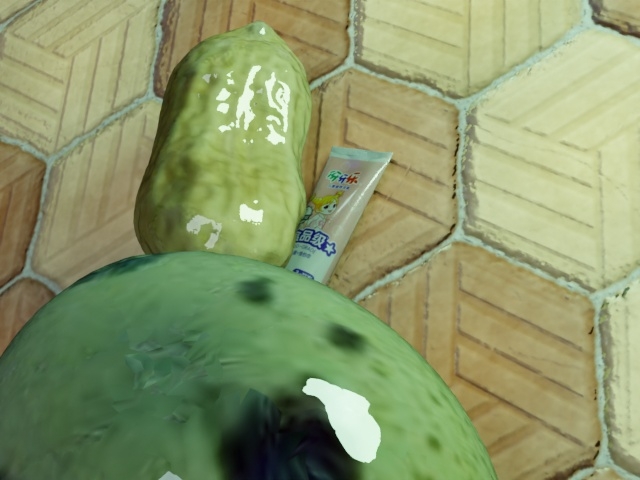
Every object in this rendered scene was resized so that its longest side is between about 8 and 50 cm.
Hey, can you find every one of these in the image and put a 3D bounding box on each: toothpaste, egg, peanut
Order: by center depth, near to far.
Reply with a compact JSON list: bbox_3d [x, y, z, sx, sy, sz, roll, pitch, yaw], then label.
[{"bbox_3d":[-0.066,0.182,0.737,0.345,0.345,0.428,-39,50,4],"label":"egg"},{"bbox_3d":[0.000,0.000,0.985,0.067,0.043,0.194,9,65,36],"label":"toothpaste"},{"bbox_3d":[-0.087,-0.062,0.994,0.159,0.143,0.291,-43,33,41],"label":"peanut"}]
